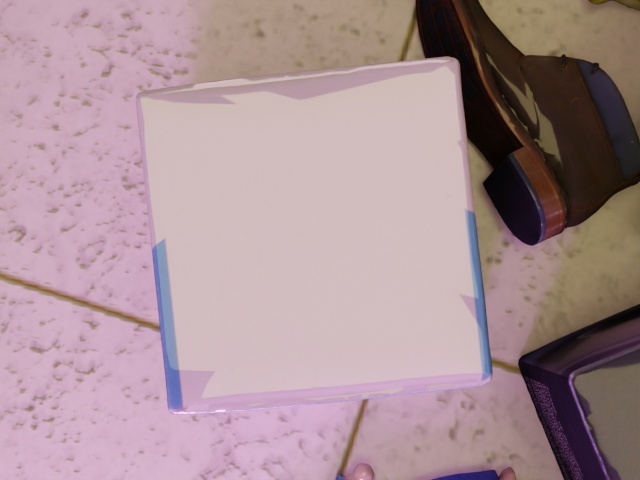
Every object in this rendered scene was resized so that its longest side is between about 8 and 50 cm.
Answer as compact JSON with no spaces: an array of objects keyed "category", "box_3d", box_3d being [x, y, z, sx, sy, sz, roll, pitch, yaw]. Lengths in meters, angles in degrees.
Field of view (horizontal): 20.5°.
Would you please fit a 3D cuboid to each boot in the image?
[{"category":"boot","box_3d":[0.150,-0.112,1.281,0.106,0.082,0.219,-21,85,-21]}]

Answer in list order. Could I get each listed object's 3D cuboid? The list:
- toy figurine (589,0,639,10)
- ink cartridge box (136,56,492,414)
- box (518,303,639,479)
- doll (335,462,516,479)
[{"category":"toy figurine","box_3d":[0.133,-0.263,1.151,0.362,0.217,0.191,20,102,-13]},{"category":"ink cartridge box","box_3d":[0.000,0.000,1.169,0.197,0.270,0.198,-6,88,2]},{"category":"box","box_3d":[0.308,0.103,1.152,0.296,0.294,0.183,-22,89,-1]},{"category":"doll","box_3d":[0.054,0.221,1.274,0.189,0.046,0.129,-12,87,0]}]
